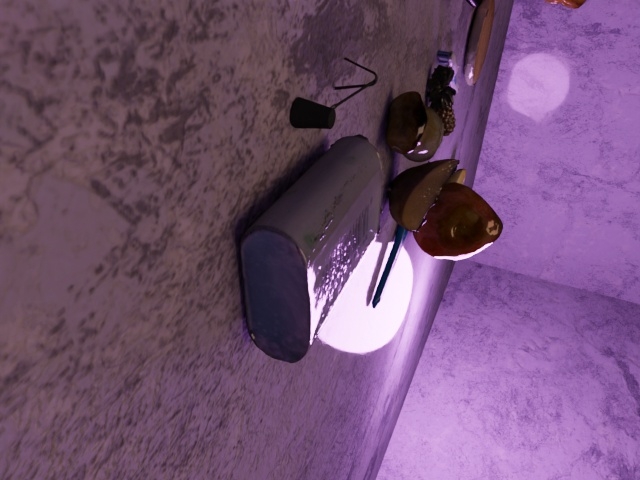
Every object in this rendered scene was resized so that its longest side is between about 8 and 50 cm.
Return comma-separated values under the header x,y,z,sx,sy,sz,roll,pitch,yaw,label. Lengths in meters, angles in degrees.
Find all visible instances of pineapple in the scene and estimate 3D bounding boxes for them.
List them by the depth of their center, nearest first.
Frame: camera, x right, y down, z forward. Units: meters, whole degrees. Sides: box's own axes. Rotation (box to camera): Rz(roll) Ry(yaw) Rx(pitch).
x,y,z,sx,sy,sz,roll,pitch,yaw,label
0.271,-0.314,1.140,0.159,0.074,0.074,78,32,-45,pineapple

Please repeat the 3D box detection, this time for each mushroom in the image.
x,y,z,sx,sy,sz,roll,pitch,yaw,label
0.192,-0.204,0.973,0.333,0.087,0.107,-14,117,-72,mushroom

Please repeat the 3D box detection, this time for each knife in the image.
x,y,z,sx,sy,sz,roll,pitch,yaw,label
0.173,0.022,1.185,0.296,0.026,0.044,-66,157,-18,knife

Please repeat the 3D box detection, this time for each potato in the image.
x,y,z,sx,sy,sz,roll,pitch,yaw,label
0.180,-0.112,0.999,0.172,0.089,0.101,-62,-146,28,potato
0.483,-0.200,1.860,0.198,0.054,0.119,-53,152,-39,potato

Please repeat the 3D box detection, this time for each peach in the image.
x,y,z,sx,sy,sz,roll,pitch,yaw,label
0.372,-0.053,1.379,0.214,0.235,0.214,6,90,-77,peach

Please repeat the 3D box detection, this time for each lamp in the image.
x,y,z,sx,sy,sz,roll,pitch,yaw,label
0.018,-0.154,0.549,0.041,0.054,0.121,87,26,-43,lamp

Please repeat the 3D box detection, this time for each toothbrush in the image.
x,y,z,sx,sy,sz,roll,pitch,yaw,label
0.342,-0.423,1.297,0.386,0.040,0.040,-12,116,-70,toothbrush

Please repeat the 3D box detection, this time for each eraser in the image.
x,y,z,sx,sy,sz,roll,pitch,yaw,label
0.000,0.000,0.579,0.227,0.081,0.174,-51,146,-49,eraser

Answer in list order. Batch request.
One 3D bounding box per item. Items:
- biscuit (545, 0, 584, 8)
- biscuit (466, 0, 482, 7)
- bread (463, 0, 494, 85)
x,y,z,sx,sy,sz,roll,pitch,yaw,label
0.595,-0.724,1.396,0.296,0.296,0.102,-48,155,-54,biscuit
0.333,-0.609,1.030,0.151,0.063,0.235,15,105,-52,biscuit
0.490,-0.615,1.572,0.267,0.040,0.267,15,90,-71,bread
